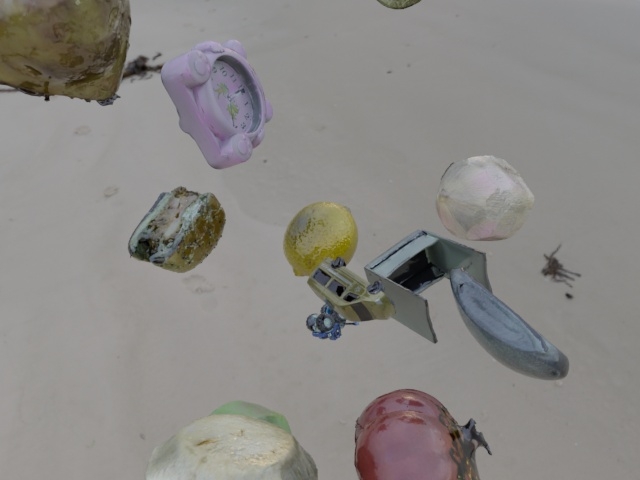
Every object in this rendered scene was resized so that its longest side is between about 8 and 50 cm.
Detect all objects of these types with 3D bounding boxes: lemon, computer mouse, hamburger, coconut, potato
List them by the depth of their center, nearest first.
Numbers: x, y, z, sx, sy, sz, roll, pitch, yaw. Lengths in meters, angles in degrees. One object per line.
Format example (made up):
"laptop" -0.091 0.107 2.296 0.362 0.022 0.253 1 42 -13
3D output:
"coconut" -0.104 0.319 0.537 0.202 0.221 0.202 6 6 -1
"coconut" 0.195 -0.054 0.602 0.125 0.110 0.110 6 30 -33
"potato" -0.410 -0.385 0.757 0.301 0.237 0.288 -8 61 -50
"computer mouse" 0.414 0.202 1.145 0.114 0.203 0.374 -49 33 9
"coconut" -0.205 0.612 1.335 0.329 0.282 0.328 -22 60 45
"hamburger" -0.399 -0.019 1.398 0.168 0.192 0.287 13 61 26
"lemon" 0.001 0.000 1.616 0.268 0.267 0.267 -8 41 7

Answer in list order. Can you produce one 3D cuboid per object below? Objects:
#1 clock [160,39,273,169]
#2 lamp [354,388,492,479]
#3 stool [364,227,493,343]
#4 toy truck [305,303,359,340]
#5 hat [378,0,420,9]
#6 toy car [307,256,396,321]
"clock" -0.249 -0.371 1.264 0.114 0.295 0.322 -11 30 28
"lamp" 0.117 0.254 0.537 0.140 0.182 0.182 -27 38 18
"stool" 0.313 0.121 1.419 0.244 0.170 0.270 -33 32 -21
"toy truck" 0.060 0.303 1.855 0.208 0.126 0.113 -32 8 -30
"hat" 0.172 -0.549 0.981 0.146 0.145 0.067 7 23 22
"toy car" 0.079 0.144 1.280 0.124 0.101 0.257 -45 40 -11
